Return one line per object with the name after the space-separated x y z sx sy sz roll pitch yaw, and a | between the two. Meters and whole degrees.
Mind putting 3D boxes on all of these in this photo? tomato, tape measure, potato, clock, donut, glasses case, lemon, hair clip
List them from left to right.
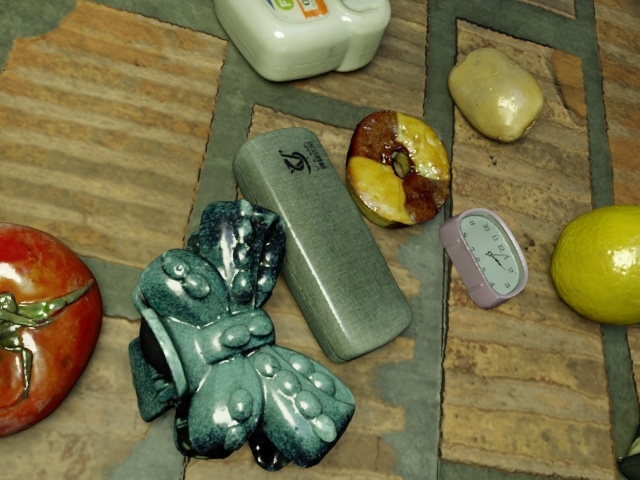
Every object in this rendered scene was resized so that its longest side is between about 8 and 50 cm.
-0.324 0.091 0.550 0.227 0.101 0.228 2 87 -43 | tomato
-0.107 0.118 0.623 0.206 0.194 0.311 -13 73 -33 | hair clip
-0.031 -0.380 0.843 0.264 0.130 0.258 -19 75 -17 | tape measure
0.000 0.000 0.734 0.131 0.074 0.323 -20 78 -38 | glasses case
0.110 -0.099 0.814 0.166 0.073 0.184 1 70 -17 | donut
0.259 0.019 0.832 0.109 0.050 0.153 -22 79 -23 | clock
0.288 -0.244 0.904 0.109 0.118 0.178 0 51 -54 | potato
0.442 0.036 0.804 0.178 0.203 0.179 2 86 -24 | lemon

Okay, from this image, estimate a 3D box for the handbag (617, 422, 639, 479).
0.565 0.332 0.750 0.254 0.181 0.181 42 62 3 | handbag
